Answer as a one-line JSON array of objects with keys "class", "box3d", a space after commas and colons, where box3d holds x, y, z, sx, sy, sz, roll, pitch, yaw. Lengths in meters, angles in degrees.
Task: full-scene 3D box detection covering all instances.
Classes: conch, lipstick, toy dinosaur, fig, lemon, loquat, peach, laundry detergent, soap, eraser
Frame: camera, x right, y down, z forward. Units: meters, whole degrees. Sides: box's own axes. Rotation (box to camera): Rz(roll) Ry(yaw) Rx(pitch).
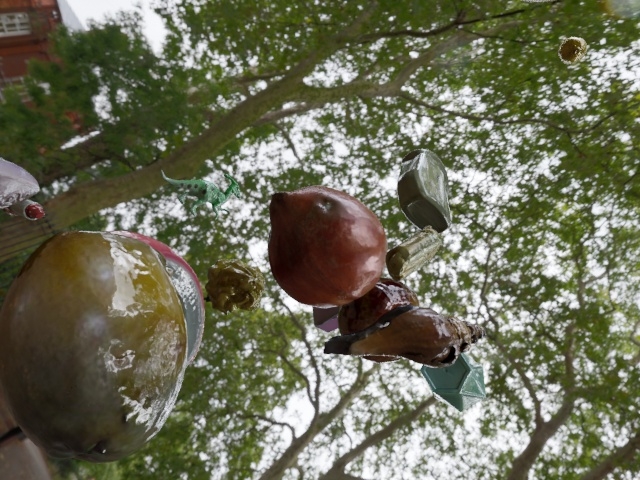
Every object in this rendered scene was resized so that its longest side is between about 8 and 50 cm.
[{"class": "conch", "box3d": [0.127, 0.134, 0.667, 0.232, 0.086, 0.080, 11, -65, 1]}, {"class": "lipstick", "box3d": [-0.709, -0.078, 1.104, 0.186, 0.057, 0.063, 16, -19, 36]}, {"class": "toy dinosaur", "box3d": [-0.124, -0.058, 0.501, 0.021, 0.062, 0.083, 18, -34, 55]}, {"class": "fig", "box3d": [0.128, 0.174, 1.045, 0.205, 0.205, 0.205, 30, -47, 38]}, {"class": "lemon", "box3d": [0.634, -0.480, 1.166, 0.065, 0.092, 0.065, 8, -56, 12]}, {"class": "loquat", "box3d": [-0.220, 0.102, 0.463, 0.179, 0.179, 0.227, -21, -106, 55]}, {"class": "peach", "box3d": [0.000, 0.000, 0.893, 0.256, 0.232, 0.232, 42, -23, -32]}, {"class": "laundry detergent", "box3d": [0.272, -0.144, 1.190, 0.091, 0.253, 0.181, -30, -59, 35]}, {"class": "soap", "box3d": [0.054, 0.138, 1.453, 0.181, 0.081, 0.259, -34, -136, 25]}, {"class": "eraser", "box3d": [-0.510, -0.063, 0.612, 0.059, 0.204, 0.243, 70, -20, 0]}]

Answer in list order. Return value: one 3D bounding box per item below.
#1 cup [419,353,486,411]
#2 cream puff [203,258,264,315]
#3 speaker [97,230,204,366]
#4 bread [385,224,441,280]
[{"class": "cup", "box3d": [0.318, 0.322, 1.109, 0.134, 0.236, 0.148, -9, -118, 19]}, {"class": "cream puff", "box3d": [-0.198, 0.103, 1.127, 0.156, 0.156, 0.121, 12, -56, 49]}, {"class": "speaker", "box3d": [-0.333, 0.135, 0.742, 0.294, 0.294, 0.294, 30, -47, 38]}, {"class": "bread", "box3d": [0.108, 0.015, 0.545, 0.033, 0.088, 0.049, 36, -41, 32]}]
